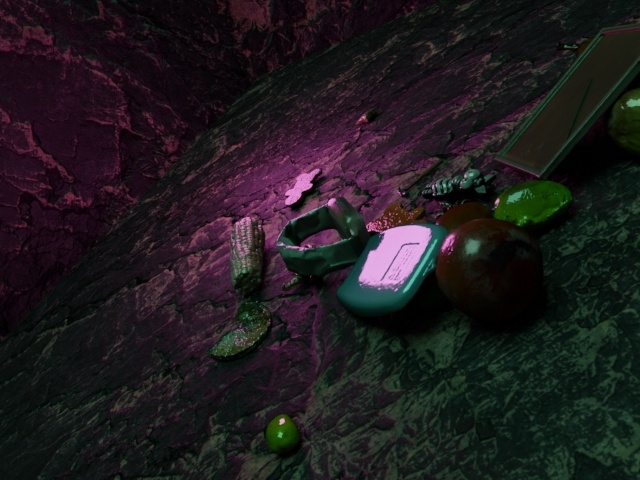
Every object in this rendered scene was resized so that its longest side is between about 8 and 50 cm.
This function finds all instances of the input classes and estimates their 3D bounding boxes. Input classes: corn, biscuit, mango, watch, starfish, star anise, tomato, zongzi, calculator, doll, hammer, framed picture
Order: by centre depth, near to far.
[{"bbox_3d":[0.342,0.057,1.215,0.208,0.208,0.184,-50,16,-27],"label":"tomato"},{"bbox_3d":[-0.081,0.408,1.289,0.073,0.056,0.108,-28,15,4],"label":"mango"},{"bbox_3d":[0.488,-0.077,1.398,0.179,0.100,0.119,-16,67,16],"label":"mango"},{"bbox_3d":[0.311,0.025,1.399,0.146,0.129,0.289,-11,43,43],"label":"mango"},{"bbox_3d":[0.161,0.065,1.427,0.256,0.054,0.386,-57,17,-15],"label":"calculator"},{"bbox_3d":[0.636,-0.349,1.507,0.446,0.028,0.326,-51,11,11],"label":"framed picture"},{"bbox_3d":[0.344,-0.074,1.592,0.124,0.056,0.129,-35,27,1],"label":"star anise"},{"bbox_3d":[0.379,-0.148,1.664,0.219,0.067,0.091,-3,37,44],"label":"doll"},{"bbox_3d":[0.222,-0.034,1.689,0.165,0.036,0.250,-41,24,-11],"label":"biscuit"},{"bbox_3d":[0.000,0.000,1.705,0.241,0.161,0.253,-29,31,-4],"label":"watch"},{"bbox_3d":[-0.028,0.063,1.806,0.241,0.043,0.227,-34,28,-10],"label":"starfish"},{"bbox_3d":[0.310,-0.196,1.876,0.182,0.017,0.062,-40,27,-14],"label":"hammer"},{"bbox_3d":[-0.245,0.045,1.988,0.127,0.126,0.335,-28,29,13],"label":"corn"},{"bbox_3d":[-0.072,-0.189,2.271,0.138,0.031,0.205,-14,33,36],"label":"biscuit"},{"bbox_3d":[0.190,-0.507,2.503,0.076,0.040,0.083,-42,9,-28],"label":"zongzi"}]

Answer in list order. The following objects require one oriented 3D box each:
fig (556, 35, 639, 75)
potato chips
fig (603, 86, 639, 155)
[{"bbox_3d":[0.784,-0.518,1.710,0.170,0.145,0.274,-38,42,-9],"label":"fig"},{"bbox_3d":[-0.222,0.254,1.730,0.202,0.029,0.219,-21,33,24],"label":"potato chips"},{"bbox_3d":[0.767,-0.247,1.343,0.159,0.159,0.257,-41,46,-12],"label":"fig"}]
